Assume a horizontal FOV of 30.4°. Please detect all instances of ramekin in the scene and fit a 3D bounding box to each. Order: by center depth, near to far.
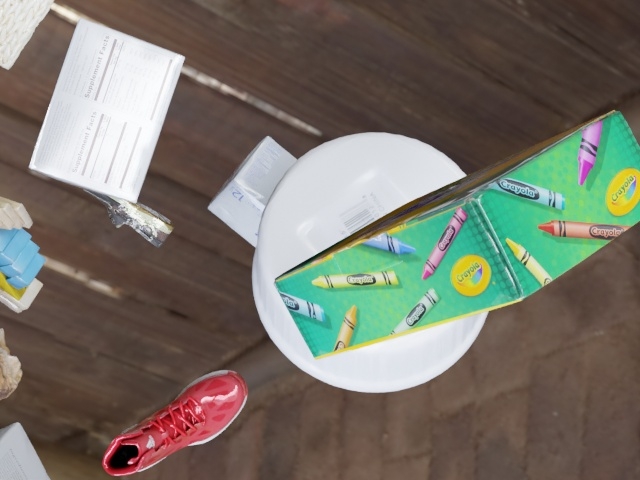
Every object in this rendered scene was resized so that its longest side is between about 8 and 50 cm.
[{"bbox_3d":[0.059,0.017,1.289,0.135,0.277,0.277,87,-162,-71],"label":"ramekin"}]

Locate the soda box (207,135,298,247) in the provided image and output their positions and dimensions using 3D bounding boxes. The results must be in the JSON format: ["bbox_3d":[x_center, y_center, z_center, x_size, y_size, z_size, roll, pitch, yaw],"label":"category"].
[{"bbox_3d":[0.000,0.000,1.528,0.091,0.286,0.098,-56,9,-33],"label":"soda box"}]

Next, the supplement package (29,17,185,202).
[{"bbox_3d":[-0.296,-0.169,1.609,0.262,0.145,0.204,-166,95,-78],"label":"supplement package"}]

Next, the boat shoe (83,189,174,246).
[{"bbox_3d":[-0.298,-0.041,1.790,0.049,0.152,0.056,-60,0,4],"label":"boat shoe"}]

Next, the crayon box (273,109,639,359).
[{"bbox_3d":[0.104,0.003,0.913,0.165,0.081,0.278,-29,3,-34],"label":"crayon box"}]

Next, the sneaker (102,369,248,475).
[{"bbox_3d":[-0.200,0.262,1.611,0.221,0.087,0.128,-37,0,5],"label":"sneaker"}]

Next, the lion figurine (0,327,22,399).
[{"bbox_3d":[-0.527,0.134,1.666,0.142,0.240,0.392,-63,9,-20],"label":"lion figurine"}]

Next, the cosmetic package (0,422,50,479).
[{"bbox_3d":[-0.379,0.316,1.273,0.151,0.151,0.184,-26,7,6],"label":"cosmetic package"}]

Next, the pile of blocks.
[{"bbox_3d":[-0.426,0.010,1.411,0.148,0.362,0.113,15,60,23],"label":"pile of blocks"}]

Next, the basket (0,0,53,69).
[{"bbox_3d":[-0.420,-0.323,1.573,0.167,0.103,0.113,-56,22,6],"label":"basket"}]
